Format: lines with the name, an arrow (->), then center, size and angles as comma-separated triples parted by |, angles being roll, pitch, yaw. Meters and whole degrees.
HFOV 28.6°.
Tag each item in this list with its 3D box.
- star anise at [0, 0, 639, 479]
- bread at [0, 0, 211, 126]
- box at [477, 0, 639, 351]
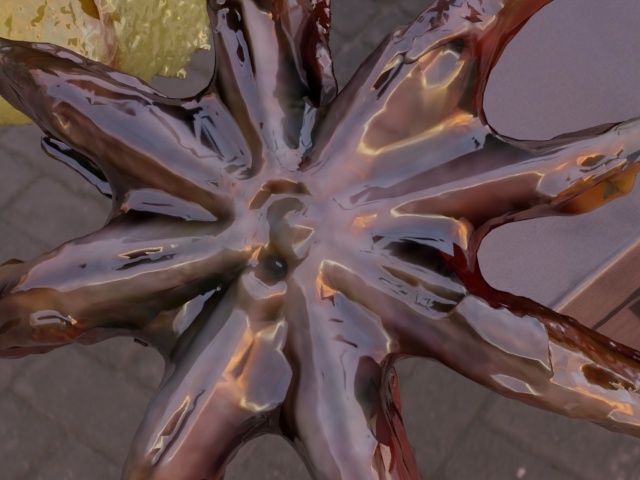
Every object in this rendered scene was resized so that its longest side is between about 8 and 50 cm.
star anise -> 0.001, 0.000, 0.395 | 0.288, 0.088, 0.288 | 0, 91, 15
bread -> -0.233, -0.259, 0.805 | 0.233, 0.362, 0.245 | -31, 29, -36
box -> 0.168, -0.063, 0.682 | 0.252, 0.153, 0.188 | -43, 57, 7
